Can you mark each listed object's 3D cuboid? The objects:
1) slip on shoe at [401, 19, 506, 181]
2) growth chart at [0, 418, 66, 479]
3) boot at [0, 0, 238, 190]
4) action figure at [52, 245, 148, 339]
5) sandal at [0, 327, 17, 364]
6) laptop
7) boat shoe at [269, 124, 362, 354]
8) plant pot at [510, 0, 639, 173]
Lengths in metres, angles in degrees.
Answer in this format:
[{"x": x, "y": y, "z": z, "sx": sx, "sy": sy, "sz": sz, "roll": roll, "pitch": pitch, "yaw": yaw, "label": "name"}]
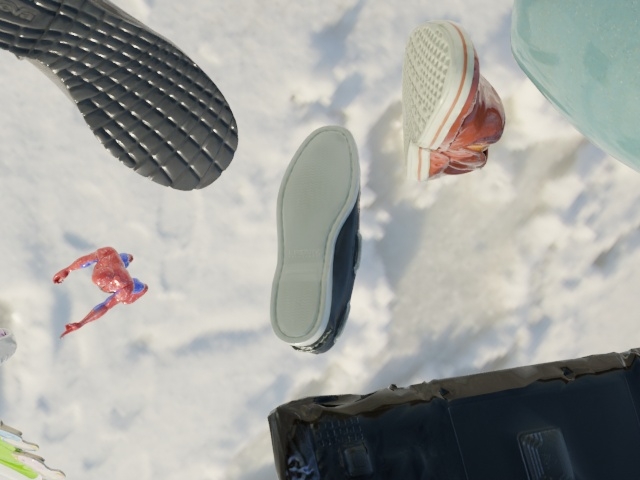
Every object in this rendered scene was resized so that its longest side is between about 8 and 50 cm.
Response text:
[{"x": 0.136, "y": -0.136, "z": 1.403, "sx": 0.101, "sy": 0.123, "sz": 0.331, "roll": -3, "pitch": 167, "yaw": 1, "label": "slip on shoe"}, {"x": -0.295, "y": 0.128, "z": 1.087, "sx": 0.021, "sy": 0.172, "sz": 0.237, "roll": -60, "pitch": 146, "yaw": -25, "label": "growth chart"}, {"x": -0.220, "y": -0.204, "z": 1.323, "sx": 0.118, "sy": 0.222, "sz": 0.338, "roll": -42, "pitch": 118, "yaw": 8, "label": "boot"}, {"x": -0.330, "y": 0.071, "z": 2.037, "sx": 0.139, "sy": 0.091, "sz": 0.280, "roll": -29, "pitch": 178, "yaw": -5, "label": "action figure"}, {"x": -0.439, "y": 0.104, "z": 1.595, "sx": 0.169, "sy": 0.102, "sz": 0.416, "roll": -8, "pitch": -178, "yaw": -10, "label": "sandal"}, {"x": 0.082, "y": 0.166, "z": 0.477, "sx": 0.264, "sy": 0.234, "sz": 0.137, "roll": -4, "pitch": 164, "yaw": -38, "label": "laptop"}, {"x": 0.000, "y": 0.000, "z": 1.853, "sx": 0.091, "sy": 0.114, "sz": 0.302, "roll": 36, "pitch": 65, "yaw": -62, "label": "boat shoe"}, {"x": 0.262, "y": -0.188, "z": 1.101, "sx": 0.290, "sy": 0.196, "sz": 0.290, "roll": 15, "pitch": 90, "yaw": -74, "label": "plant pot"}]
